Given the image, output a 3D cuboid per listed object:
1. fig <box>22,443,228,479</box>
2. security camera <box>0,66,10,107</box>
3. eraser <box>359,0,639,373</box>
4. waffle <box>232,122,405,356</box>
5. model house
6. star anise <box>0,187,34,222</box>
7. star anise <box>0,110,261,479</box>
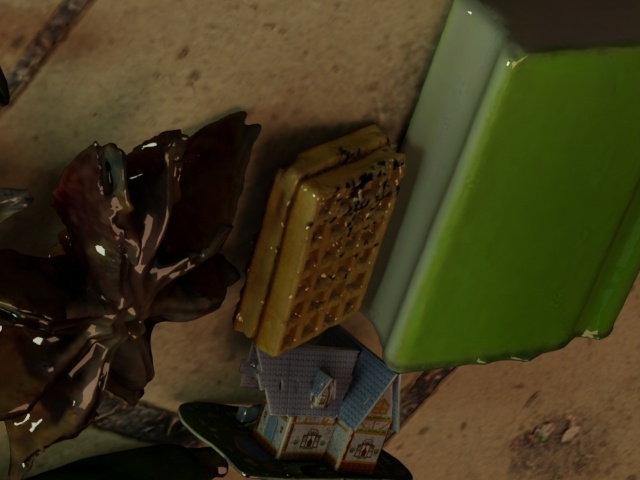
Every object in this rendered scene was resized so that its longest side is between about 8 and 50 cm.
[{"bbox_3d":[-0.162,0.229,1.372,0.245,0.195,0.195,-58,148,-26],"label":"fig"},{"bbox_3d":[-0.228,-0.081,1.094,0.092,0.058,0.058,-27,140,6],"label":"security camera"},{"bbox_3d":[0.154,-0.044,1.343,0.210,0.092,0.274,-7,132,-28],"label":"eraser"},{"bbox_3d":[0.000,0.000,1.301,0.102,0.042,0.148,-24,142,-43],"label":"waffle"},{"bbox_3d":[-0.005,0.110,1.395,0.167,0.117,0.088,7,110,-36],"label":"model house"},{"bbox_3d":[-0.259,0.020,1.164,0.171,0.063,0.208,-16,139,-27],"label":"star anise"},{"bbox_3d":[-0.134,0.026,1.191,0.288,0.088,0.288,-40,156,-22],"label":"star anise"}]
